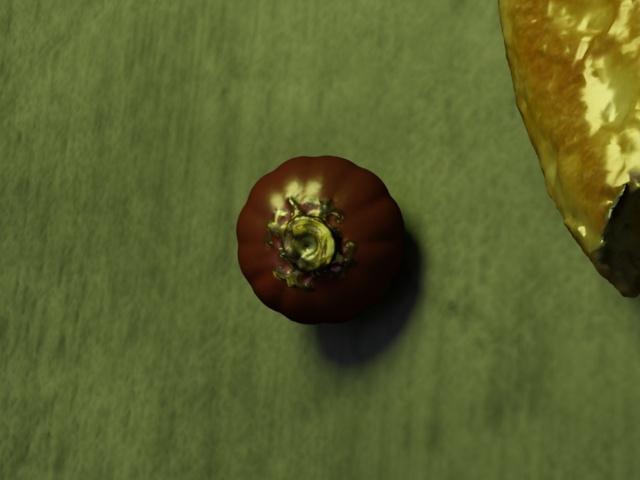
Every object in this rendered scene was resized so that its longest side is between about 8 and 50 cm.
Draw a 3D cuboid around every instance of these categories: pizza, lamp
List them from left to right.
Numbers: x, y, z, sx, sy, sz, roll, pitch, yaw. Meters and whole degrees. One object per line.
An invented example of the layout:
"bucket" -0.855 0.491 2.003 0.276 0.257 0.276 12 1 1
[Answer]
"lamp" 0.000 0.000 0.778 0.101 0.090 0.101 0 92 10
"pizza" 0.169 -0.154 0.682 0.182 0.074 0.365 -20 64 39
